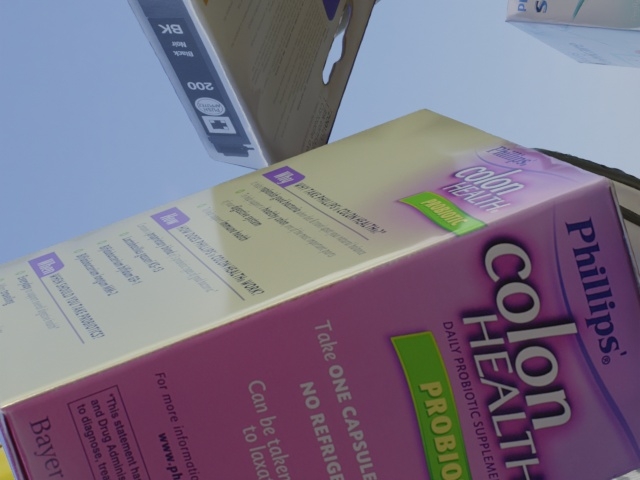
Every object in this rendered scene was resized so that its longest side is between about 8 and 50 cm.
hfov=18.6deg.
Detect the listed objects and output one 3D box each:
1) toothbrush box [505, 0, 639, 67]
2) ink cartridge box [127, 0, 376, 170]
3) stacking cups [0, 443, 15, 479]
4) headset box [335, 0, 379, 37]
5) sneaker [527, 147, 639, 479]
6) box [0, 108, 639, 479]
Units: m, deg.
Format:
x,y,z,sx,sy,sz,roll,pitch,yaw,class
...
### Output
x,y,z,sx,sy,sz,roll,pitch,yaw,class
0.351,-0.231,1.821,0.216,0.296,0.126,13,-93,-64,toothbrush box
-0.024,-0.150,1.032,0.208,0.045,0.206,64,-142,-54,ink cartridge box
-0.161,0.168,1.718,0.096,0.316,0.096,43,-148,-36,stacking cups
0.045,-0.302,1.550,0.283,0.131,0.246,-41,-9,-22,headset box
0.224,0.147,1.333,0.447,0.169,0.257,41,-124,-27,sneaker
-0.014,0.050,0.809,0.213,0.243,0.117,-147,37,-71,box
